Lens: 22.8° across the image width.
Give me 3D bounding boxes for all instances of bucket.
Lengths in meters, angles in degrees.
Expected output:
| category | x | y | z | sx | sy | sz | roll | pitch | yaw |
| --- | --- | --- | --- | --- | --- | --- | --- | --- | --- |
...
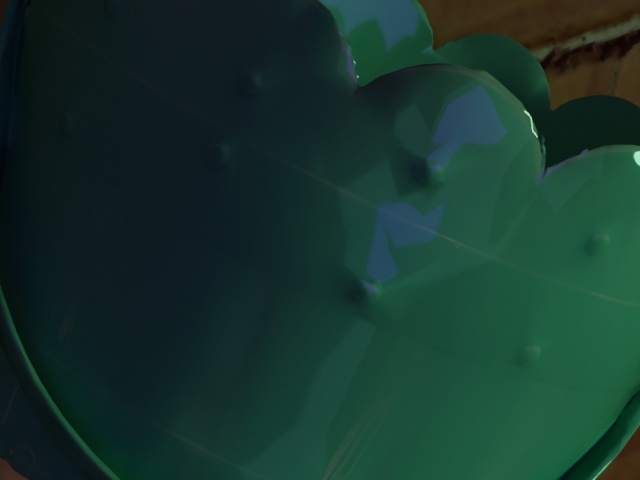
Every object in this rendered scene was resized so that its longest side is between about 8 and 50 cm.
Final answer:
| category | x | y | z | sx | sy | sz | roll | pitch | yaw |
| --- | --- | --- | --- | --- | --- | --- | --- | --- | --- |
| bucket | 0.000 | 0.000 | 0.584 | 0.281 | 0.281 | 0.183 | 22 | 103 | -15 |
